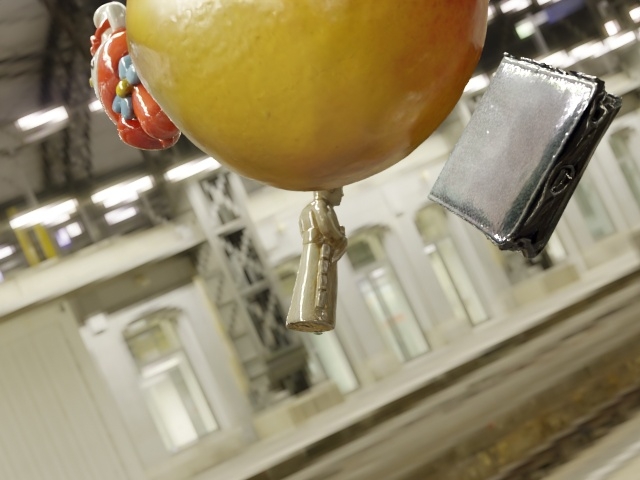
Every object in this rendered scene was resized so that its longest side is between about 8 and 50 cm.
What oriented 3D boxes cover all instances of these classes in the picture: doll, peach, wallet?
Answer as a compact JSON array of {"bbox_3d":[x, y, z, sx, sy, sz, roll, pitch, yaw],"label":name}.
[{"bbox_3d":[-0.250,-0.220,1.974,0.130,0.290,0.161,-16,-44,-12],"label":"doll"},{"bbox_3d":[0.004,-0.185,1.192,0.308,0.289,0.289,-22,-2,27],"label":"peach"},{"bbox_3d":[0.178,-0.080,1.290,0.167,0.036,0.222,-62,20,4],"label":"wallet"}]

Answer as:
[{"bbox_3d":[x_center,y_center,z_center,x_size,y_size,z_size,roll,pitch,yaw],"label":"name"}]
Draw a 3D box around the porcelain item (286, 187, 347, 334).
[{"bbox_3d":[0.000,0.000,1.676,0.054,0.213,0.084,13,-16,-24],"label":"porcelain item"}]
